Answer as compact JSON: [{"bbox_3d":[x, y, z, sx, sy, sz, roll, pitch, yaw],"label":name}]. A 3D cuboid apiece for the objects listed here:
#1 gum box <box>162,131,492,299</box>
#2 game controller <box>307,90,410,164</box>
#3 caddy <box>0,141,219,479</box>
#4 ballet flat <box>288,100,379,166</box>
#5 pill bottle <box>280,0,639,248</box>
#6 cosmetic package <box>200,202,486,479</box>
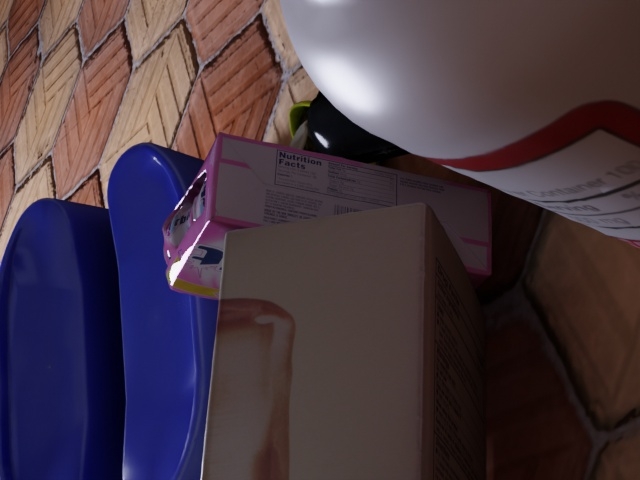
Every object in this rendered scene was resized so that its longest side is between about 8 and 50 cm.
[{"bbox_3d":[0.000,0.000,0.858,0.107,0.188,0.062,127,151,-57],"label":"gum box"},{"bbox_3d":[0.095,-0.184,0.891,0.166,0.067,0.319,-20,39,52],"label":"game controller"},{"bbox_3d":[-0.110,0.093,1.035,0.241,0.179,0.341,-25,60,34],"label":"caddy"},{"bbox_3d":[0.011,-0.021,1.001,0.077,0.077,0.231,-48,34,35],"label":"ballet flat"},{"bbox_3d":[0.136,-0.109,0.459,0.229,0.408,0.229,-41,38,43],"label":"pill bottle"},{"bbox_3d":[0.016,0.147,0.750,0.129,0.153,0.296,-7,57,19],"label":"cosmetic package"}]
